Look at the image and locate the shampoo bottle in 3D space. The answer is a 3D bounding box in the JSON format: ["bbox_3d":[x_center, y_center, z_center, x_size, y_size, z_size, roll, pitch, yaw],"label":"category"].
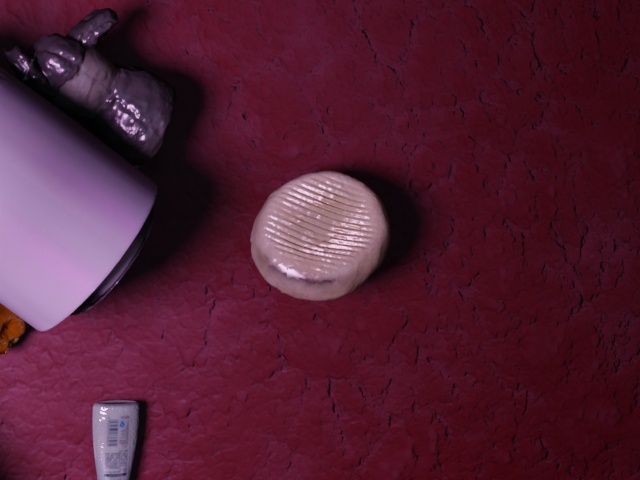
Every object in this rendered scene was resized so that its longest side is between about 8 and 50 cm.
[{"bbox_3d":[-0.306,0.336,1.373,0.069,0.041,0.191,2,90,-26],"label":"shampoo bottle"}]

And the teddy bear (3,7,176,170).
[{"bbox_3d":[-0.316,-0.229,1.315,0.251,0.144,0.171,42,73,-25],"label":"teddy bear"}]

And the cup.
[{"bbox_3d":[-0.416,-0.077,1.200,0.371,0.253,0.253,41,77,-21],"label":"cup"}]

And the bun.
[{"bbox_3d":[0.000,0.000,1.448,0.222,0.127,0.222,0,70,1],"label":"bun"}]

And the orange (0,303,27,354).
[{"bbox_3d":[-0.460,0.117,1.301,0.086,0.062,0.086,-31,127,-53],"label":"orange"}]
